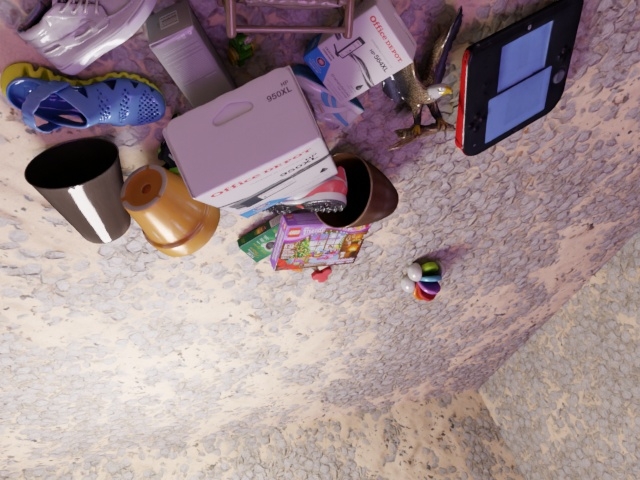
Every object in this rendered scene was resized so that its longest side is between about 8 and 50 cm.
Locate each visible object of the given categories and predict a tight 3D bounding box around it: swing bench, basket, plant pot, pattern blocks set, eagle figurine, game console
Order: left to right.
[{"bbox_3d":[-0.556,-0.109,1.188,0.204,0.154,0.227,-21,146,-14],"label":"basket"},{"bbox_3d":[-0.385,-0.086,1.219,0.205,0.205,0.188,-27,151,6],"label":"plant pot"},{"bbox_3d":[-0.059,-0.531,0.907,0.253,0.165,0.255,-7,139,-17],"label":"swing bench"},{"bbox_3d":[0.028,0.032,1.684,0.285,0.026,0.325,-36,146,11],"label":"pattern blocks set"},{"bbox_3d":[0.128,-0.132,1.451,0.230,0.215,0.215,7,135,-50],"label":"plant pot"},{"bbox_3d":[0.255,-0.404,1.222,0.226,0.225,0.299,-40,123,-45],"label":"eagle figurine"},{"bbox_3d":[0.527,-0.427,1.314,0.386,0.060,0.342,-31,144,-14],"label":"game console"}]

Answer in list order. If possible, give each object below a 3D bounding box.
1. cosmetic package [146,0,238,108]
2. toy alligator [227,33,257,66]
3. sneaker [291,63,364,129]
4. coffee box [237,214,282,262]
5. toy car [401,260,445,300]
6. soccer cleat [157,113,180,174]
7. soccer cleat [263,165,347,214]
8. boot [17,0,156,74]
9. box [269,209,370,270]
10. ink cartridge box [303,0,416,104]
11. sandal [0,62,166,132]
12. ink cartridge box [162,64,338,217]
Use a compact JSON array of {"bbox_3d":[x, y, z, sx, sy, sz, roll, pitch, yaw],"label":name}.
[{"bbox_3d":[-0.258,-0.363,1.042,0.107,0.127,0.238,-24,140,2],"label":"cosmetic package"},{"bbox_3d":[-0.169,-0.414,1.029,0.056,0.189,0.051,-34,100,-10],"label":"toy alligator"},{"bbox_3d":[0.007,-0.349,1.214,0.228,0.087,0.092,23,127,-39],"label":"sneaker"},{"bbox_3d":[-0.162,-0.009,1.567,0.184,0.040,0.113,-31,142,11],"label":"coffee box"},{"bbox_3d":[0.426,0.170,1.974,0.159,0.136,0.182,-3,138,-21],"label":"toy car"},{"bbox_3d":[-0.364,-0.230,1.202,0.072,0.060,0.179,-5,141,-18],"label":"soccer cleat"},{"bbox_3d":[-0.076,-0.143,1.375,0.318,0.117,0.108,0,163,21],"label":"soccer cleat"},{"bbox_3d":[-0.436,-0.422,0.911,0.258,0.095,0.123,-32,147,14],"label":"boot"},{"bbox_3d":[0.000,0.000,1.550,0.293,0.057,0.201,-5,136,-25],"label":"box"},{"bbox_3d":[0.087,-0.420,1.085,0.203,0.086,0.148,-23,125,36],"label":"ink cartridge box"},{"bbox_3d":[-0.487,-0.278,1.028,0.317,0.138,0.126,-5,137,-23],"label":"sandal"},{"bbox_3d":[-0.131,-0.197,1.119,0.285,0.166,0.395,-25,174,5],"label":"ink cartridge box"}]
